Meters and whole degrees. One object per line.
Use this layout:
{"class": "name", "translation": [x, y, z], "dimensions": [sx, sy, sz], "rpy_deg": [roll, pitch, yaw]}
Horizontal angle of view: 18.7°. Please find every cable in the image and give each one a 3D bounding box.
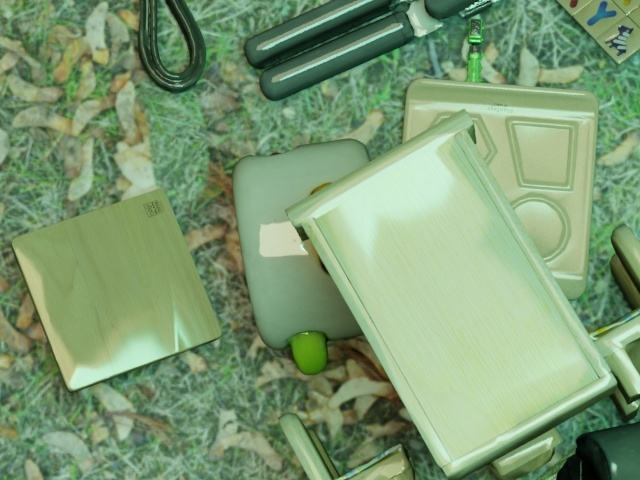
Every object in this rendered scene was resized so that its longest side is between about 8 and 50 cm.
{"class": "cable", "translation": [-0.186, -0.290, 1.993], "dimensions": [0.139, 0.072, 0.287], "rpy_deg": [-32, 93, -19]}

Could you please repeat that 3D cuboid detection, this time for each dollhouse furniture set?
{"class": "dollhouse furniture set", "translation": [0.124, 0.082, 1.731], "dimensions": [0.362, 0.394, 0.256], "rpy_deg": [-29, 77, 0]}

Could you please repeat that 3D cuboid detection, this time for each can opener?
{"class": "can opener", "translation": [0.060, -0.230, 1.935], "dimensions": [0.283, 0.095, 0.076], "rpy_deg": [-24, 80, -1]}

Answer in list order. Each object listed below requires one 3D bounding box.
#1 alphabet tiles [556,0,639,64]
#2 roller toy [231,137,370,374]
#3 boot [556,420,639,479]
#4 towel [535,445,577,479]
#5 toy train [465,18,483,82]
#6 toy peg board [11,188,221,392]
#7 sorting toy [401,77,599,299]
{"class": "alphabet tiles", "translation": [0.348, -0.256, 1.913], "dimensions": [0.198, 0.009, 0.237], "rpy_deg": [-37, 56, 0]}
{"class": "roller toy", "translation": [0.000, 0.000, 1.851], "dimensions": [0.146, 0.209, 0.191], "rpy_deg": [-10, 40, 0]}
{"class": "boot", "translation": [0.448, 0.158, 1.707], "dimensions": [0.445, 0.367, 0.146], "rpy_deg": [-5, 54, -4]}
{"class": "towel", "translation": [0.234, 0.276, 1.880], "dimensions": [0.148, 0.027, 0.110], "rpy_deg": [-35, 82, -3]}
{"class": "toy train", "translation": [0.155, -0.184, 1.959], "dimensions": [0.017, 0.024, 0.083], "rpy_deg": [2, 81, 3]}
{"class": "toy peg board", "translation": [-0.205, 0.055, 1.924], "dimensions": [0.161, 0.079, 0.161], "rpy_deg": [-20, 81, -16]}
{"class": "sorting toy", "translation": [0.174, -0.050, 1.934], "dimensions": [0.193, 0.038, 0.208], "rpy_deg": [5, 86, 4]}
